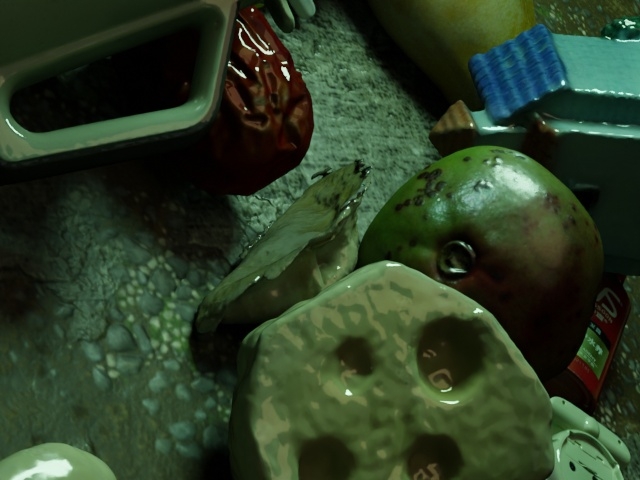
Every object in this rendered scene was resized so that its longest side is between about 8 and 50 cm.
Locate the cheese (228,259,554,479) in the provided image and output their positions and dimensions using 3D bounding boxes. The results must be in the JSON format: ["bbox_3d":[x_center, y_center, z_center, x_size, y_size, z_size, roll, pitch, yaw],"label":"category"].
[{"bbox_3d":[0.068,0.184,1.481,0.326,0.115,0.318,18,76,-10],"label":"cheese"}]

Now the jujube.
[{"bbox_3d":[-0.114,-0.167,1.625,0.250,0.174,0.174,52,36,4],"label":"jujube"}]

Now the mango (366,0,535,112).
[{"bbox_3d":[0.175,-0.326,2.066,0.221,0.199,0.384,-36,103,-58],"label":"mango"}]

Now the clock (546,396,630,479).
[{"bbox_3d":[0.303,0.293,1.819,0.151,0.062,0.191,35,41,-24],"label":"clock"}]

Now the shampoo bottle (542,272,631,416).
[{"bbox_3d":[0.339,0.107,1.994,0.118,0.076,0.314,37,37,0],"label":"shampoo bottle"}]

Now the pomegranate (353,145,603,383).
[{"bbox_3d":[0.178,0.032,1.719,0.291,0.291,0.323,53,17,-2],"label":"pomegranate"}]

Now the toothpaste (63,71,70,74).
[{"bbox_3d":[-0.342,-0.234,1.545,0.218,0.033,0.052,32,37,-21],"label":"toothpaste"}]

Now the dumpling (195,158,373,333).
[{"bbox_3d":[-0.001,0.004,1.631,0.086,0.166,0.332,58,36,-17],"label":"dumpling"}]

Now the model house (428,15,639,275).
[{"bbox_3d":[0.279,-0.118,1.968,0.329,0.295,0.251,0,38,-12],"label":"model house"}]

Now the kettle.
[{"bbox_3d":[-0.205,-0.247,1.430,0.377,0.250,0.361,-25,91,-22],"label":"kettle"}]

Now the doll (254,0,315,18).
[{"bbox_3d":[-0.047,-0.348,1.902,0.099,0.135,0.241,37,36,22],"label":"doll"}]

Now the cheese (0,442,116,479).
[{"bbox_3d":[-0.218,0.345,1.135,0.328,0.129,0.351,55,38,4],"label":"cheese"}]
